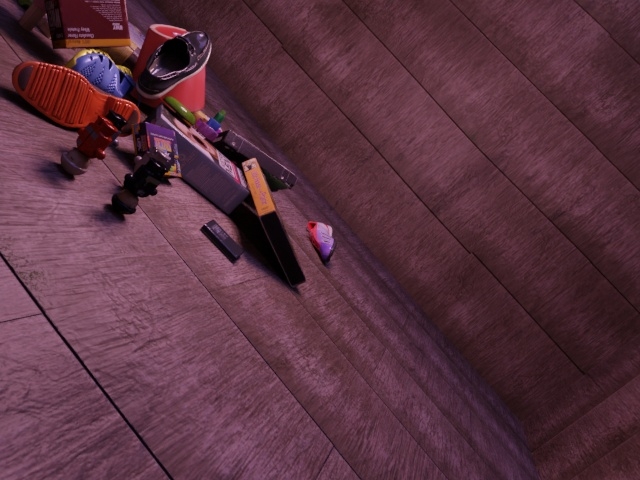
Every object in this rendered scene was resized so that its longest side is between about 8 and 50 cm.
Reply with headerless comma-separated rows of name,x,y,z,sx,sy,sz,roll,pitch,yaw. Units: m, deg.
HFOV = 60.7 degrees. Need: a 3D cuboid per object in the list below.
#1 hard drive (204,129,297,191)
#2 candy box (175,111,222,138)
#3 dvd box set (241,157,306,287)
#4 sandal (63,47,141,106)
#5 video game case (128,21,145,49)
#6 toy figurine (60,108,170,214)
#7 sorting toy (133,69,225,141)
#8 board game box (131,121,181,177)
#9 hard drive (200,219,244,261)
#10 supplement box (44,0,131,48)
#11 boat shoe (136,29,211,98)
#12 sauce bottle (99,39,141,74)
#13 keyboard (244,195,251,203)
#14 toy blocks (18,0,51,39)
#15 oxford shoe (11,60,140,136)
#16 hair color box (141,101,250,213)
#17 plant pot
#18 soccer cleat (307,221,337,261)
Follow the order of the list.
hard drive,-0.282,-0.300,2.125,0.339,0.064,0.237,33,-19,-31
candy box,-0.489,-0.449,2.144,0.187,0.109,0.053,36,16,-48
dvd box set,-0.167,-0.073,1.911,0.420,0.062,0.307,-116,-176,-56
sandal,-0.644,-0.480,1.662,0.138,0.126,0.317,55,14,5
video game case,-0.857,-0.911,2.468,0.269,0.061,0.244,52,13,20
toy figurine,-0.466,-0.180,1.258,0.213,0.148,0.209,40,7,-23
sorting toy,-0.449,-0.478,1.803,0.365,0.126,0.127,39,-2,14
board game box,-0.462,-0.251,1.553,0.170,0.048,0.141,-14,97,-77
hard drive,-0.284,0.000,1.598,0.135,0.022,0.094,46,11,-5
supplement box,-0.675,-0.658,1.577,0.191,0.194,0.129,-18,24,-38
boat shoe,-0.459,-0.593,1.753,0.127,0.340,0.113,41,-32,-1
sauce bottle,-0.746,-0.711,2.087,0.344,0.111,0.111,43,12,-27
keyboard,-0.321,-0.212,2.182,0.108,0.023,0.180,38,16,-41
toy blocks,-0.827,-0.806,1.718,0.288,0.260,0.309,48,11,7
oxford shoe,-0.626,-0.353,1.370,0.133,0.130,0.364,26,2,23
hair color box,-0.412,-0.270,1.804,0.374,0.113,0.185,40,12,-30
plant pot,-0.535,-0.627,1.974,0.275,0.243,0.275,15,28,-8
soccer cleat,0.000,0.000,2.505,0.116,0.108,0.318,23,20,-14
